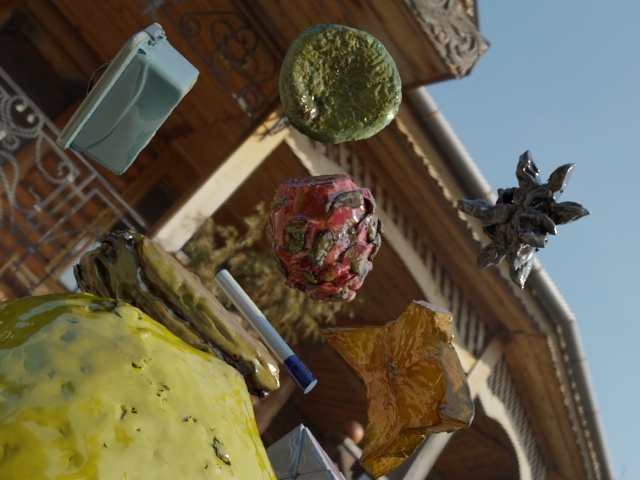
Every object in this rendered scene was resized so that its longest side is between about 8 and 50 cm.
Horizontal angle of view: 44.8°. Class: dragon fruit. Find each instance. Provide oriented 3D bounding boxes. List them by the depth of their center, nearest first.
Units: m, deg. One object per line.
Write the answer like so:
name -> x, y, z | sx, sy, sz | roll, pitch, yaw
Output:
dragon fruit -> 0.000, 0.000, 1.738 | 0.269, 0.250, 0.291 | 19, -60, 60

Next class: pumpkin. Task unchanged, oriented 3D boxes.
pumpkin -> 0.128, 0.217, 1.284 | 0.095, 0.290, 0.258 | 14, -42, -36

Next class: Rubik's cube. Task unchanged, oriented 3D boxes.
Rubik's cube -> -0.035, 0.514, 1.371 | 0.225, 0.231, 0.221 | 57, -4, -34

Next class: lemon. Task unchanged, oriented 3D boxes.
lemon -> -0.209, 0.218, 0.550 | 0.350, 0.387, 0.350 | 44, -18, 18

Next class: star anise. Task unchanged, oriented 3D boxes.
star anise -> 0.399, -0.044, 1.527 | 0.129, 0.283, 0.212 | 22, 32, -48

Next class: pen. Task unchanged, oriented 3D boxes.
pen -> -0.099, 0.151, 1.335 | 0.269, 0.033, 0.033 | 48, -23, 23

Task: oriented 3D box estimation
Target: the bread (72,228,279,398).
bread -> -0.231, 0.134, 1.150 | 0.324, 0.167, 0.277 | 45, -14, -11

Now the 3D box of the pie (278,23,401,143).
pie -> 0.042, -0.346, 1.712 | 0.277, 0.277, 0.078 | 42, -9, -6

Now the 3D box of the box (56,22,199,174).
box -> -0.298, -0.220, 1.210 | 0.130, 0.162, 0.227 | 37, -71, -14
